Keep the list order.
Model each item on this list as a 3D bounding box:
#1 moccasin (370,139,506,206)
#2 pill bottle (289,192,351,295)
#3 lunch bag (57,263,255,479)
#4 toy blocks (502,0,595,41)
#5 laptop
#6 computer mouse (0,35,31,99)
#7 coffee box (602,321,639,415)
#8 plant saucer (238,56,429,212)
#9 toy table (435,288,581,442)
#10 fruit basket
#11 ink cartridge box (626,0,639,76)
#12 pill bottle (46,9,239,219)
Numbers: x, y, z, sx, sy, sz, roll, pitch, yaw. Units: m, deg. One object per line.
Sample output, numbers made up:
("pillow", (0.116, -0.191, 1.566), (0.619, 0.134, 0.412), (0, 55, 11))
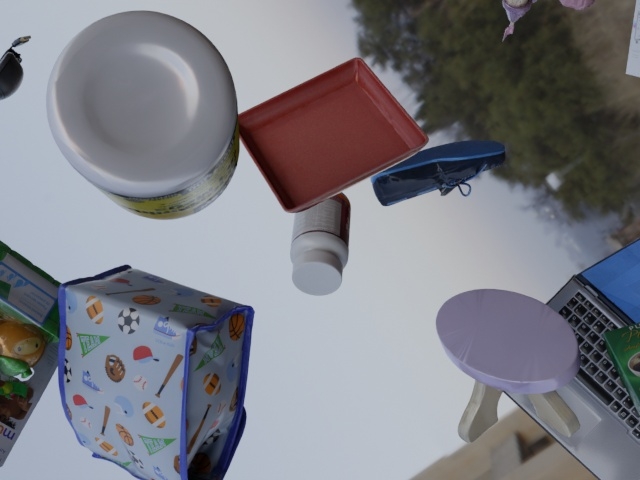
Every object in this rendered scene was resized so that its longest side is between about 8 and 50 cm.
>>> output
("moccasin", (0.298, -0.170, 2.202), (0.137, 0.342, 0.116), (-87, -15, -65))
("pill bottle", (0.000, 0.000, 1.795), (0.121, 0.121, 0.221), (43, -146, -32))
("lunch bag", (-0.316, 0.276, 1.661), (0.328, 0.385, 0.239), (15, -163, 29))
("toy blocks", (0.406, -0.551, 1.594), (0.309, 0.288, 0.260), (31, 154, 19))
("laptop", (0.575, 0.241, 1.559), (0.382, 0.408, 0.236), (43, -173, 2))
("computer mouse", (-0.648, -0.359, 1.830), (0.060, 0.184, 0.262), (38, 159, -24))
("coffee box", (0.450, 0.171, 1.128), (0.184, 0.113, 0.040), (-97, -14, -60))
("plant saucer", (0.012, -0.170, 1.455), (0.258, 0.259, 0.047), (58, 172, 39))
("toy table", (0.314, 0.208, 1.436), (0.274, 0.252, 0.161), (50, 165, 56))
("fruit basket", (-0.626, 0.186, 1.605), (0.327, 0.165, 0.353), (43, -131, -29))
("ink cartridge box", (0.654, -0.406, 1.636), (0.067, 0.115, 0.198), (-110, 23, -72))
("pill bottle", (-0.187, -0.123, 1.006), (0.188, 0.188, 0.334), (52, 174, 1))
